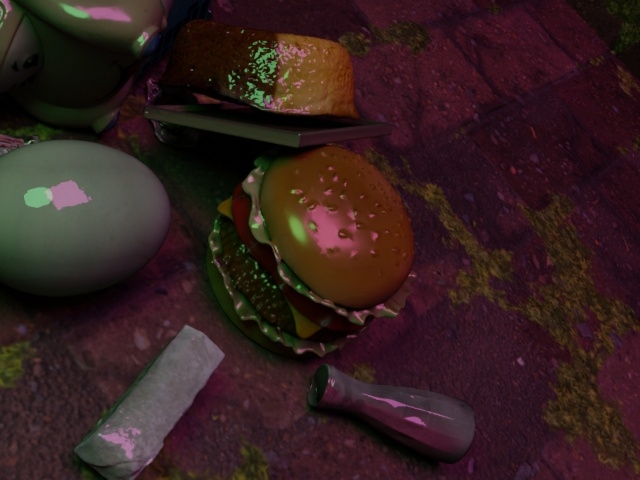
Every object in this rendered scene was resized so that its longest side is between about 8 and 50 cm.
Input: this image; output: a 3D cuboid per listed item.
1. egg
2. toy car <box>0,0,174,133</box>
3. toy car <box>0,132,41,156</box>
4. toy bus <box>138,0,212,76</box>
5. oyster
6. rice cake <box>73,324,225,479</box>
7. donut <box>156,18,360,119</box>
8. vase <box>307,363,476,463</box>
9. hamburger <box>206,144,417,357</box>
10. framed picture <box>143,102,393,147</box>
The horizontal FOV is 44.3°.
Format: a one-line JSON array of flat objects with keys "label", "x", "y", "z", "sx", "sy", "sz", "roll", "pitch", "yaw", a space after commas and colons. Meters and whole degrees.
[{"label": "egg", "x": -0.268, "y": -0.025, "z": 0.851, "sx": 0.231, "sy": 0.168, "sz": 0.168, "roll": -7, "pitch": 62, "yaw": -47}, {"label": "toy car", "x": -0.369, "y": -0.252, "z": 0.908, "sx": 0.336, "sy": 0.242, "sz": 0.226, "roll": 26, "pitch": 58, "yaw": -19}, {"label": "toy car", "x": -0.364, "y": -0.091, "z": 0.915, "sx": 0.069, "sy": 0.055, "sz": 0.142, "roll": 58, "pitch": 22, "yaw": 20}, {"label": "toy bus", "x": -0.254, "y": -0.350, "z": 1.152, "sx": 0.128, "sy": 0.147, "sz": 0.256, "roll": 31, "pitch": 44, "yaw": 1}, {"label": "oyster", "x": -0.216, "y": -0.179, "z": 1.137, "sx": 0.098, "sy": 0.037, "sz": 0.100, "roll": 15, "pitch": 65, "yaw": -7}, {"label": "rice cake", "x": -0.175, "y": 0.171, "z": 0.843, "sx": 0.069, "sy": 0.063, "sz": 0.206, "roll": 44, "pitch": 41, "yaw": -4}, {"label": "donut", "x": -0.080, "y": -0.232, "z": 1.061, "sx": 0.295, "sy": 0.112, "sz": 0.151, "roll": 7, "pitch": 12, "yaw": -4}, {"label": "vase", "x": 0.091, "y": 0.218, "z": 1.013, "sx": 0.214, "sy": 0.086, "sz": 0.086, "roll": 22, "pitch": 45, "yaw": -18}, {"label": "hamburger", "x": 0.000, "y": 0.000, "z": 1.015, "sx": 0.274, "sy": 0.212, "sz": 0.274, "roll": 22, "pitch": 45, "yaw": -24}, {"label": "framed picture", "x": -0.060, "y": -0.167, "z": 1.094, "sx": 0.232, "sy": 0.024, "sz": 0.315, "roll": 14, "pitch": 16, "yaw": 23}]
